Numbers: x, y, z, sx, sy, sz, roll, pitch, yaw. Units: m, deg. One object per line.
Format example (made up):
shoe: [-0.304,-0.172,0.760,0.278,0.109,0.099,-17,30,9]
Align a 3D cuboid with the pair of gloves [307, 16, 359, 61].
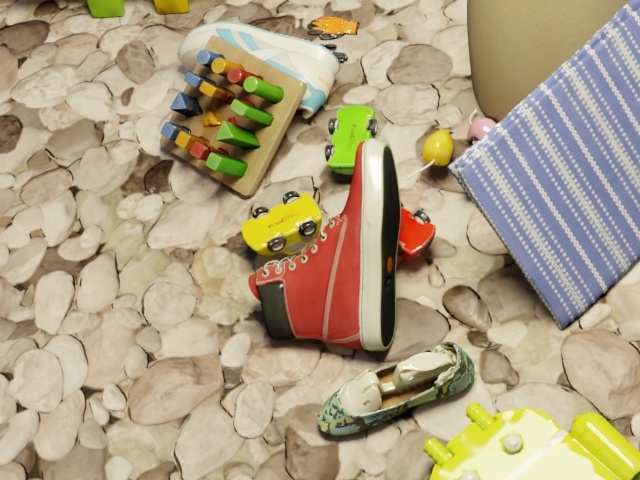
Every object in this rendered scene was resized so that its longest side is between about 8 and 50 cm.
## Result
pair of gloves: [0.009,-0.269,2.069,0.074,0.010,0.083,8,59,19]

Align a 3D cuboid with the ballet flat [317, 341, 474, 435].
ballet flat: [0.079,0.160,1.720,0.188,0.070,0.070,-23,53,-2]

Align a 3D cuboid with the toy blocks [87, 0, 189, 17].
toy blocks: [-0.275,-0.476,2.204,0.381,0.191,0.261,-1,44,12]

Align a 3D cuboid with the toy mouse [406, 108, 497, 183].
toy mouse: [0.199,-0.109,1.880,0.143,0.031,0.161,20,45,11]

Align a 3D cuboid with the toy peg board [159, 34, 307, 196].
toy peg board: [-0.129,-0.165,1.944,0.160,0.079,0.161,31,98,29]

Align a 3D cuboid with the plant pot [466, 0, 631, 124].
plant pot: [0.280,-0.305,1.847,0.256,0.274,0.256,-10,50,13]

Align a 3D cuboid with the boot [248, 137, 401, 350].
boot: [0.000,0.000,1.780,0.176,0.088,0.244,5,95,20]

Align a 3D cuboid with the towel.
towel: [0.324,-0.097,1.761,0.336,0.243,0.040,-42,19,-16]

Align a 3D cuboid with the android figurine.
android figurine: [0.223,0.281,1.607,0.248,0.056,0.273,-37,57,-12]

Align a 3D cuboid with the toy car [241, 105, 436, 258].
toy car: [0.035,-0.066,1.896,0.239,0.053,0.225,1,56,14]

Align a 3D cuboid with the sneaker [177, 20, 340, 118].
sneaker: [-0.093,-0.222,2.017,0.228,0.087,0.092,12,65,25]
